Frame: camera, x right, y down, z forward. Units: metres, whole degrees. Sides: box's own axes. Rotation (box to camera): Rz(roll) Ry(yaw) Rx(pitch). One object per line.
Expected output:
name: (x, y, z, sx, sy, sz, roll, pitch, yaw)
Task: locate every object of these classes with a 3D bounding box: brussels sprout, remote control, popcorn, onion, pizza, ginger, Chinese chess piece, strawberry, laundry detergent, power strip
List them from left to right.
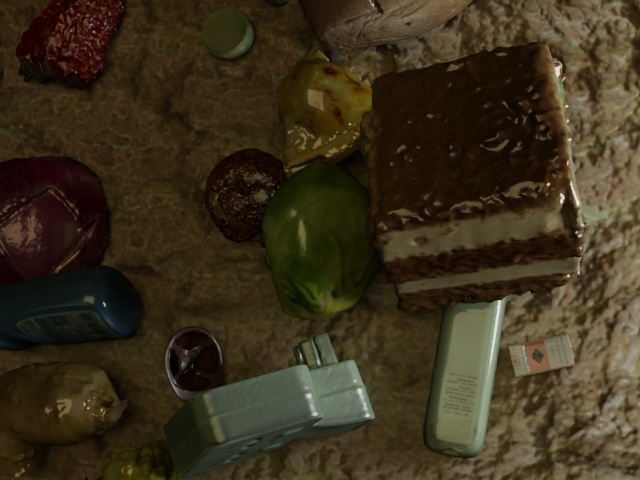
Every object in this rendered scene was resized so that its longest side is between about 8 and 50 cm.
onion: (-0.467, -0.024, 1.473, 0.248, 0.111, 0.249, -4, 76, 14)
laundry detergent: (-0.428, 0.109, 1.417, 0.290, 0.143, 0.094, -7, 63, 13)
ginger: (-0.406, 0.252, 1.389, 0.267, 0.138, 0.152, -24, 88, 20)
strawberry: (-0.422, -0.355, 1.539, 0.167, 0.087, 0.208, 12, 80, 17)
popcorn: (-0.254, 0.367, 1.295, 0.174, 0.195, 0.168, 0, 81, 6)
Chinese chess piece: (-0.148, -0.330, 1.496, 0.084, 0.034, 0.084, -3, 80, 15)
power strip: (-0.071, 0.216, 1.275, 0.261, 0.229, 0.141, -12, 72, -24)
pizza: (-0.007, -0.190, 1.387, 0.204, 0.080, 0.188, -41, 68, -14)
brussels sprout: (0.000, 0.000, 1.306, 0.161, 0.223, 0.223, -2, 78, 19)
remote control: (0.206, 0.147, 1.311, 0.090, 0.038, 0.309, 7, 79, 15)

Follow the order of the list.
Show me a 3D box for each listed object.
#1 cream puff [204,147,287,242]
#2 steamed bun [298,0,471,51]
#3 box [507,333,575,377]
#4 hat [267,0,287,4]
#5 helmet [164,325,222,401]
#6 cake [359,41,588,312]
cream puff: (-0.110, -0.069, 1.408, 0.149, 0.084, 0.148, -3, 78, 15)
steamed bun: (0.093, -0.434, 1.372, 0.301, 0.199, 0.251, -24, 75, 7)
box: (0.306, 0.160, 1.298, 0.083, 0.012, 0.046, -13, 77, 9)
hat: (-0.087, -0.411, 1.500, 0.087, 0.042, 0.058, 18, 91, -17)
helmet: (-0.197, 0.185, 1.389, 0.089, 0.057, 0.111, 0, 81, -30)
cake: (0.193, -0.075, 1.210, 0.282, 0.290, 0.255, -10, 60, 13)
